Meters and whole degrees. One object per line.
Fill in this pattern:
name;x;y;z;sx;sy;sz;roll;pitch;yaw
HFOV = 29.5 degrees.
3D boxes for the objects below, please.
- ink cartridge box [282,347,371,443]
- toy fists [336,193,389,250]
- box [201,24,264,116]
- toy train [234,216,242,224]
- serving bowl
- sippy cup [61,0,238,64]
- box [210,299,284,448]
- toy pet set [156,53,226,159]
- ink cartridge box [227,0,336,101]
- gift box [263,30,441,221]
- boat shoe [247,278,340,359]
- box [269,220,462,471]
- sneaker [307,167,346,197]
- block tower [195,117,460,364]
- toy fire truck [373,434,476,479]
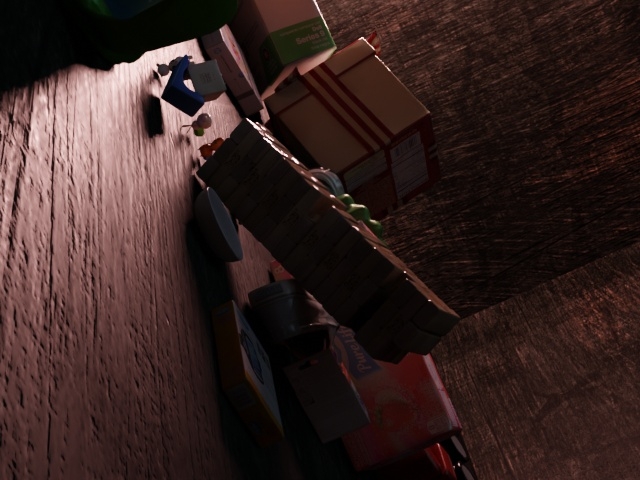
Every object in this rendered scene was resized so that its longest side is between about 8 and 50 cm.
ink cartridge box;0.006;0.172;1.388;0.029;0.062;0.115;-100;164;-65
toy fists;0.061;0.065;1.946;0.096;0.142;0.279;13;54;-83
box;-0.160;-0.318;2.038;0.186;0.038;0.145;56;11;-54
toy train;-0.101;-0.052;1.531;0.083;0.023;0.017;-109;172;-45
serving bowl;-0.110;-0.012;1.266;0.083;0.027;0.083;-25;90;-84
sippy cup;-0.153;-0.323;1.186;0.240;0.224;0.306;19;47;-83
box;-0.069;0.117;1.119;0.081;0.028;0.136;62;4;-32
toy pet set;-0.157;-0.158;1.404;0.114;0.065;0.122;-31;-102;61
ink cartridge box;-0.104;-0.439;2.296;0.289;0.121;0.211;66;-19;5
gift box;0.060;-0.210;2.226;0.258;0.255;0.276;50;-16;32
boat shoe;-0.022;0.102;1.411;0.227;0.079;0.081;30;42;-70
box;0.063;0.144;1.621;0.154;0.142;0.300;42;24;-76
sneaker;0.015;0.012;2.091;0.272;0.100;0.108;66;29;-29
block tower;0.000;0.000;1.362;0.335;0.091;0.097;45;7;22
toy fire truck;0.119;0.260;1.747;0.246;0.158;0.217;50;13;-25
